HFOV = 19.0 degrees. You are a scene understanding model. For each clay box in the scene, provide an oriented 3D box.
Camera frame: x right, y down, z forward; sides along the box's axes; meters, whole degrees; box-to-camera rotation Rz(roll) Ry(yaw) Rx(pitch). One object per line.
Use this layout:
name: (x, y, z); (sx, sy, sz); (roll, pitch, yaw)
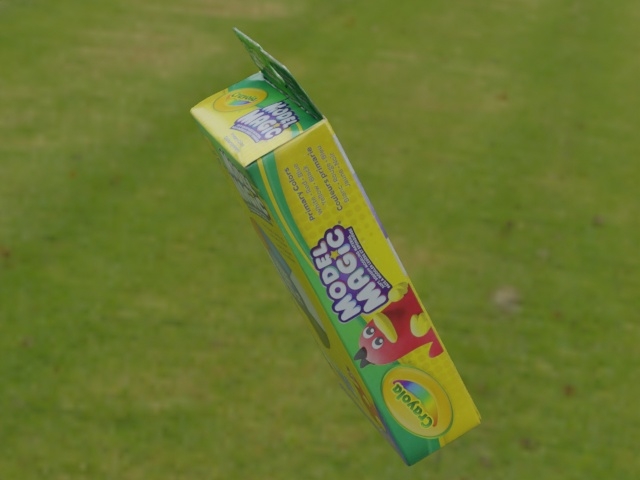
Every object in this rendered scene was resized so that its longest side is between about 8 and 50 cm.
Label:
clay box: (0.000, 0.000, 1.012); (0.053, 0.222, 0.127); (-32, 22, -6)
